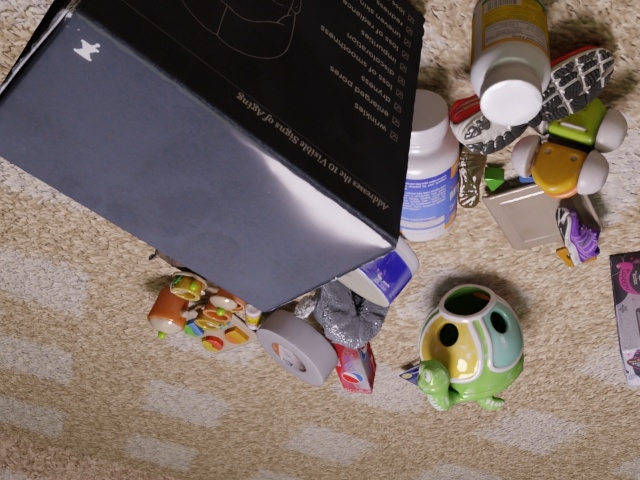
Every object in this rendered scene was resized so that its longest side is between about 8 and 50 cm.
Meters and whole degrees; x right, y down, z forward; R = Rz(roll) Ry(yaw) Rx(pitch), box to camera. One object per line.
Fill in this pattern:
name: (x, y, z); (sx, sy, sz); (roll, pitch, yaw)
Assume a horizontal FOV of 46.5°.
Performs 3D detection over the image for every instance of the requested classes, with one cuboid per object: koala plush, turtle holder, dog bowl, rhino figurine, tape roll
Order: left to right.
rhino figurine: (-0.312, 0.036, 1.757); (0.243, 0.073, 0.106); (21, 138, -11)
tape roll: (-0.061, 0.278, 1.928); (0.219, 0.072, 0.219); (32, 153, 18)
koala plush: (0.042, 0.153, 1.749); (0.196, 0.203, 0.221); (4, 170, -22)
dog bowl: (0.065, 0.016, 1.511); (0.265, 0.104, 0.265); (36, 169, 8)
turtle holder: (0.317, 0.242, 1.708); (0.320, 0.243, 0.227); (-21, 122, -19)

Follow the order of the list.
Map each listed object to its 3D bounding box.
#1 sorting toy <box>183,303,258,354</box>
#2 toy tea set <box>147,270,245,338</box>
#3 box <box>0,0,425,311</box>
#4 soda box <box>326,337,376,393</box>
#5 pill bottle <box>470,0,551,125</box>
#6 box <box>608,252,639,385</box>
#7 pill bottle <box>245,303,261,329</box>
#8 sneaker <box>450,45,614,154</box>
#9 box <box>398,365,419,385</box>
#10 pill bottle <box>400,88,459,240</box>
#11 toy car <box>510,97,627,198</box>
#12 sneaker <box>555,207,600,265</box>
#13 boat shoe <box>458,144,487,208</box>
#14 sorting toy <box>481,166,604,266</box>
sorting toy: (-0.291, 0.249, 2.047); (0.193, 0.038, 0.208); (-22, 132, 34)
toy tea set: (-0.298, 0.175, 1.794); (0.200, 0.124, 0.336); (22, 153, -15)
box: (-0.125, -0.238, 1.048); (0.480, 0.471, 0.297); (35, 136, -27)
soda box: (0.085, 0.307, 1.991); (0.083, 0.092, 0.263); (0, 140, 16)
pill bottle: (0.285, -0.275, 1.121); (0.118, 0.208, 0.117); (6, 142, 5)
box: (0.696, 0.155, 1.540); (0.163, 0.247, 0.142); (-9, 137, 22)
pill bottle: (-0.176, 0.200, 1.955); (0.043, 0.043, 0.083); (8, 142, 2)
sneaker: (0.338, -0.253, 1.218); (0.279, 0.118, 0.107); (-25, 135, 4)
box: (0.342, 0.388, 2.082); (0.225, 0.036, 0.136); (31, 137, -26)
pill bottle: (0.178, -0.137, 1.365); (0.152, 0.152, 0.272); (2, 142, 10)
toy car: (0.431, -0.158, 1.282); (0.159, 0.182, 0.136); (23, 178, 29)
sneaker: (0.506, -0.017, 1.452); (0.071, 0.068, 0.170); (-22, 142, 19)
boat shoe: (0.285, -0.137, 1.425); (0.056, 0.049, 0.152); (4, 123, 2)
sorting toy: (0.446, -0.061, 1.490); (0.196, 0.047, 0.347); (-13, 137, 32)
